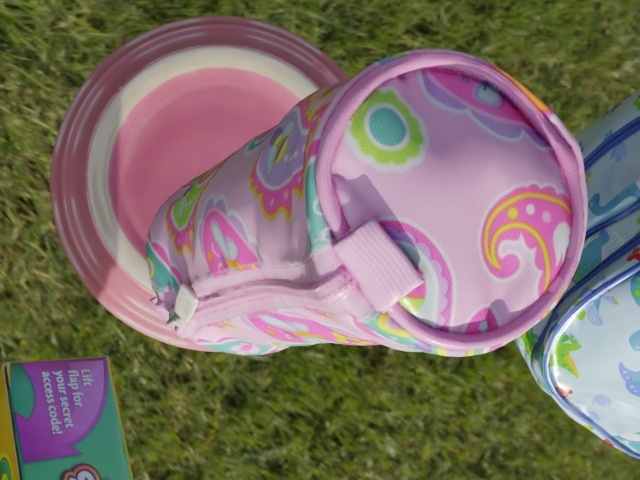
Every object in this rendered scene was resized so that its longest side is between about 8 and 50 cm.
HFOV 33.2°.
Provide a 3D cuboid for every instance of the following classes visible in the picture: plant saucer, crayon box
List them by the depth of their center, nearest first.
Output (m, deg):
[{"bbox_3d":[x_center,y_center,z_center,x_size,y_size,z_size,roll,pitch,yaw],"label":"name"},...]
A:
[{"bbox_3d":[-0.236,0.333,0.930,0.106,0.363,0.313,-2,147,-29],"label":"crayon box"},{"bbox_3d":[-0.095,-0.057,1.033,0.332,0.084,0.332,0,88,-6],"label":"plant saucer"}]

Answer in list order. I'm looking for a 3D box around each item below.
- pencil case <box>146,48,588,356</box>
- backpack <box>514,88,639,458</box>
[{"bbox_3d":[0.000,0.000,0.508,0.124,0.284,0.124,3,83,-23],"label":"pencil case"},{"bbox_3d":[0.299,0.000,0.768,0.290,0.355,0.273,36,53,-33],"label":"backpack"}]
